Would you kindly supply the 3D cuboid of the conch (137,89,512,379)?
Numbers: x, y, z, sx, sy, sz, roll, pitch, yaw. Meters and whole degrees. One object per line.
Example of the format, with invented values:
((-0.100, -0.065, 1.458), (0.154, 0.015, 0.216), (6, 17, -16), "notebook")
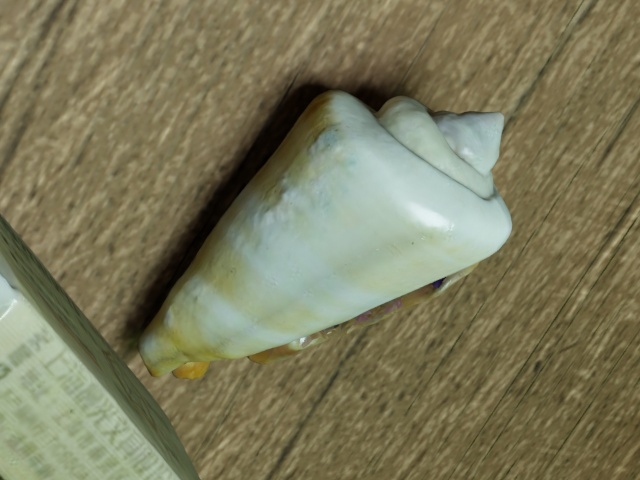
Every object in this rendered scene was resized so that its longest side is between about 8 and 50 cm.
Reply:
((-0.003, -0.011, 1.142), (0.255, 0.127, 0.158), (-24, 171, 15), "conch")

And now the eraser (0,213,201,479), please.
((-0.163, 0.066, 1.056), (0.078, 0.144, 0.343), (-35, 137, -2), "eraser")
